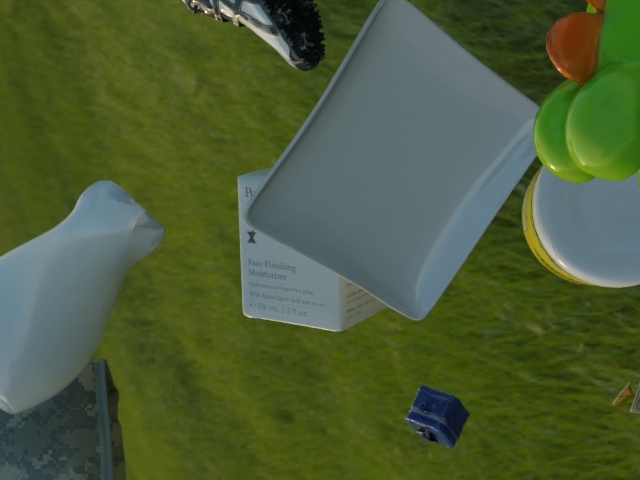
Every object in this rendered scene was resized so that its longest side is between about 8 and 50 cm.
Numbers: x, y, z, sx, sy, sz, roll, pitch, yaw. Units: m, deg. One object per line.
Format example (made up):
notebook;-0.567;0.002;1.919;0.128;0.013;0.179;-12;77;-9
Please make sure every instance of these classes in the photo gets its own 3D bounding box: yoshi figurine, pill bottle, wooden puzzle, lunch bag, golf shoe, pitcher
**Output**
yoshi figurine;0.285;-0.134;0.641;0.203;0.362;0.203;41;168;22
pill bottle;0.352;-0.035;1.348;0.334;0.188;0.188;12;-100;-82
wooden puzzle;0.509;0.237;1.618;0.014;0.116;0.079;-78;5;-58
lunch bag;-0.324;0.289;1.134;0.169;0.235;0.287;101;162;-66
golf shoe;-0.076;-0.233;1.009;0.094;0.077;0.198;-33;96;36
pitcher;-0.253;0.056;0.993;0.207;0.125;0.178;-54;10;-25
lunch bag;0.163;0.252;1.511;0.067;0.098;0.065;16;71;31

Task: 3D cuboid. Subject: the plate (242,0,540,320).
plate;0.085;-0.083;1.149;0.278;0.277;0.045;-56;33;5

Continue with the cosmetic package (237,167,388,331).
cosmetic package;0.000;0.000;1.349;0.151;0.151;0.184;6;105;32
